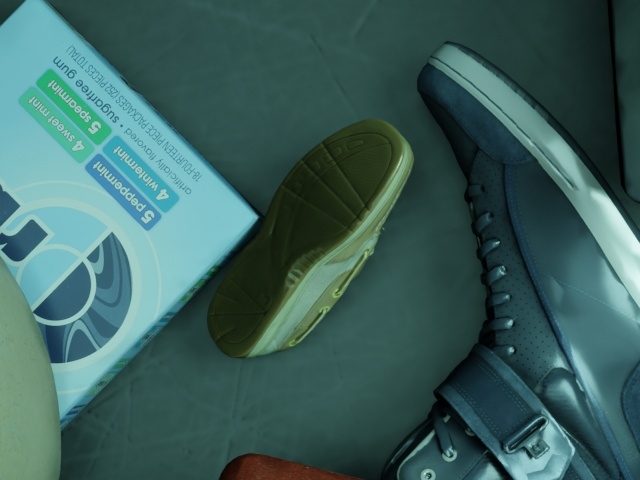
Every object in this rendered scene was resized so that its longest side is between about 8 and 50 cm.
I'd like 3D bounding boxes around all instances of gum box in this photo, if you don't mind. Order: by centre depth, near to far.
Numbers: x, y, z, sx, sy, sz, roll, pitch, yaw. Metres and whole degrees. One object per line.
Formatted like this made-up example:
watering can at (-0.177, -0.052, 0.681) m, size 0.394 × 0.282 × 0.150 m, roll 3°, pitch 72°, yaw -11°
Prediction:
gum box at (-0.146, 0.001, 0.889) m, size 0.184 × 0.041 × 0.157 m, roll -45°, pitch 84°, yaw 2°

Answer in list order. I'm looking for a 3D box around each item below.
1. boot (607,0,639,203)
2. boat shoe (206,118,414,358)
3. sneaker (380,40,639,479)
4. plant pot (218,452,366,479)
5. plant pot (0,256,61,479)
boot at (0.280, -0.240, 0.726) m, size 0.367 × 0.146 × 0.445 m, roll -4°, pitch 85°, yaw 24°
boat shoe at (0.000, 0.000, 0.862) m, size 0.135 × 0.045 × 0.050 m, roll -49°, pitch 59°, yaw 19°
sneaker at (0.073, 0.034, 0.844) m, size 0.163 × 0.086 × 0.226 m, roll -36°, pitch 83°, yaw 2°
plant pot at (0.042, 0.273, 0.720) m, size 0.267 × 0.236 × 0.267 m, roll 13°, pitch 106°, yaw 7°
plant pot at (-0.278, 0.101, 0.790) m, size 0.284 × 0.191 × 0.284 m, roll 2°, pitch 100°, yaw 12°
